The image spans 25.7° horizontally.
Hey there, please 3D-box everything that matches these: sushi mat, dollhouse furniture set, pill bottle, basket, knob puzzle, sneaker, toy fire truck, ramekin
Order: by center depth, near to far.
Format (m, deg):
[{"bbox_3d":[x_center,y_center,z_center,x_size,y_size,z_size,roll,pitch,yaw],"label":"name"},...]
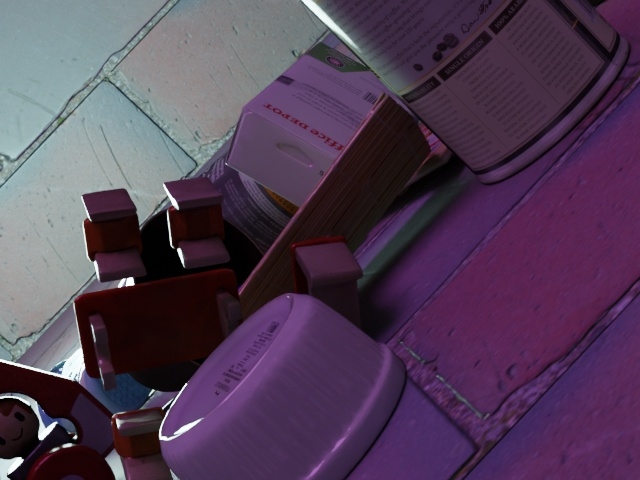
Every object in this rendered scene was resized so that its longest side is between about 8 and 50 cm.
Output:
[{"bbox_3d":[-0.040,0.139,1.162,0.207,0.109,0.207,-44,11,11],"label":"ramekin"},{"bbox_3d":[-0.095,0.068,1.304,0.259,0.262,0.135,-9,17,-12],"label":"dollhouse furniture set"},{"bbox_3d":[0.000,0.000,1.435,0.316,0.019,0.151,-54,-30,-5],"label":"sushi mat"},{"bbox_3d":[0.139,-0.116,1.605,0.213,0.030,0.213,-45,11,11],"label":"knob puzzle"},{"bbox_3d":[-0.390,0.269,1.610,0.302,0.254,0.169,-48,12,-10],"label":"toy fire truck"},{"bbox_3d":[-0.153,0.090,1.615,0.154,0.204,0.227,-34,-6,-26],"label":"basket"},{"bbox_3d":[-0.101,-0.031,1.844,0.278,0.162,0.162,-39,13,31],"label":"pill bottle"},{"bbox_3d":[-0.302,0.162,2.004,0.208,0.127,0.319,-36,14,36],"label":"sneaker"}]

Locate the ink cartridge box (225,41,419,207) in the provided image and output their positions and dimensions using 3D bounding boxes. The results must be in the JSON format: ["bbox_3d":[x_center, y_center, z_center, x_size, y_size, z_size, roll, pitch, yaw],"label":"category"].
[{"bbox_3d":[0.008,-0.132,1.693,0.219,0.160,0.092,-47,-16,-51],"label":"ink cartridge box"}]

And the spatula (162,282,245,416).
[{"bbox_3d":[-0.103,0.114,1.465,0.296,0.030,0.084,-53,28,-20],"label":"spatula"}]

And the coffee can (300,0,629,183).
[{"bbox_3d":[0.132,-0.219,1.357,0.201,0.275,0.201,-44,11,11],"label":"coffee can"}]

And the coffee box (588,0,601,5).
[{"bbox_3d":[0.231,-0.372,1.601,0.098,0.246,0.141,-52,12,-20],"label":"coffee box"}]
